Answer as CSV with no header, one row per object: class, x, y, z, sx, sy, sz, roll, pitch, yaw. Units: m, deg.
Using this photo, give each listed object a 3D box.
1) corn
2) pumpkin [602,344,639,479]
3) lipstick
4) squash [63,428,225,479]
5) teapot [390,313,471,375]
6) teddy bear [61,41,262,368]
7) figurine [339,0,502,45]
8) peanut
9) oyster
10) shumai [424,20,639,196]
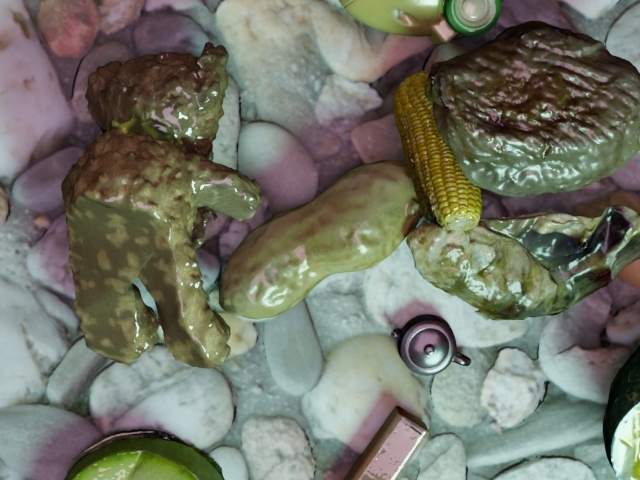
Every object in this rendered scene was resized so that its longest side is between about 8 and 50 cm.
corn,0.125,-0.096,1.549,0.072,0.072,0.203,-12,56,-1
pumpkin,0.449,0.216,1.604,0.263,0.197,0.293,-26,106,13
lipstick,0.065,0.262,1.661,0.045,0.045,0.145,34,97,-9
squash,-0.204,0.329,1.620,0.220,0.133,0.220,0,98,3
teapot,0.125,0.122,1.642,0.100,0.045,0.068,21,99,-5
teddy bear,-0.172,-0.036,1.552,0.246,0.222,0.296,1,123,30
figurine,0.151,-0.349,1.539,0.324,0.124,0.222,-41,96,0
peanut,0.000,0.000,1.583,0.263,0.117,0.101,-28,100,4
oyster,0.248,0.018,1.575,0.294,0.094,0.166,-12,137,6
shumai,0.220,-0.126,1.542,0.218,0.185,0.184,-20,81,-9
